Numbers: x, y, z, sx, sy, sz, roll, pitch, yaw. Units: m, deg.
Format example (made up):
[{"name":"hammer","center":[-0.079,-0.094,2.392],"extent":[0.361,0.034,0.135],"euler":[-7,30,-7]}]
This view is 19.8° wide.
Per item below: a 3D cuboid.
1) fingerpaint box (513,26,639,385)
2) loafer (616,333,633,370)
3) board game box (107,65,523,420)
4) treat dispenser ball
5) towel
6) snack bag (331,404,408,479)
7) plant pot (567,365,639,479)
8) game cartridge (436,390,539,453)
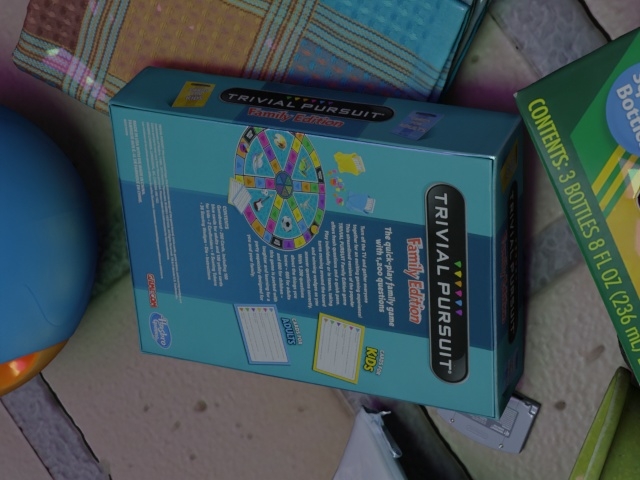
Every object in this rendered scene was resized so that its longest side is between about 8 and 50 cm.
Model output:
[{"name":"fingerpaint box","center":[0.389,0.022,1.194],"extent":[0.371,0.163,0.445],"euler":[-26,82,30]},{"name":"loafer","center":[0.381,-0.024,1.395],"extent":[0.130,0.134,0.366],"euler":[29,117,-23]},{"name":"board game box","center":[0.000,0.000,1.543],"extent":[0.336,0.079,0.254],"euler":[9,124,20]},{"name":"treat dispenser ball","center":[-0.344,0.009,1.641],"extent":[0.288,0.288,0.288],"euler":[6,105,24]},{"name":"towel","center":[-0.070,-0.174,1.545],"extent":[0.370,0.040,0.271],"euler":[26,124,6]},{"name":"snack bag","center":[0.029,0.365,1.567],"extent":[0.342,0.037,0.323],"euler":[-66,30,27]},{"name":"plant pot","center":[0.302,0.272,1.432],"extent":[0.254,0.276,0.276],"euler":[21,111,7]},{"name":"game cartridge","center":[0.144,0.149,1.595],"extent":[0.083,0.017,0.056],"euler":[27,109,18]}]
